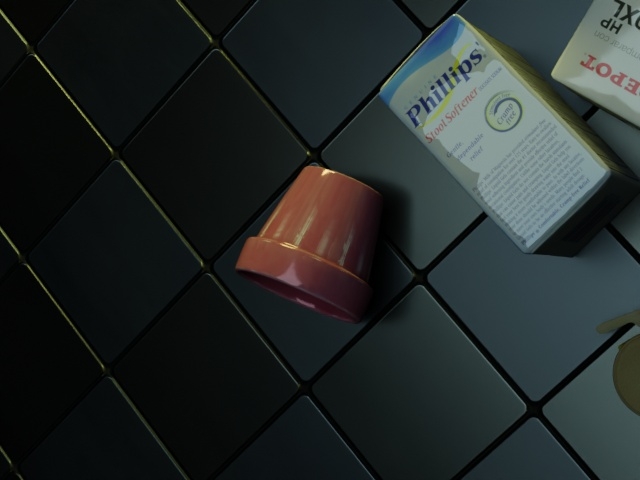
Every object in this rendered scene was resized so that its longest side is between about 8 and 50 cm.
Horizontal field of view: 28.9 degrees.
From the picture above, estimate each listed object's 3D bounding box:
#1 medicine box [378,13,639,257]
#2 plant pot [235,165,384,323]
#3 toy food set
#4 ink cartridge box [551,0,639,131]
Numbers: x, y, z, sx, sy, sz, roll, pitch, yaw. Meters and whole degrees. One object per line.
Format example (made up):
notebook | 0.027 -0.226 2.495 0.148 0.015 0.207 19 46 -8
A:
medicine box | 0.256 -0.130 1.624 0.149 0.263 0.289 -46 73 16
plant pot | 0.000 0.000 1.784 0.201 0.201 0.180 19 81 23
toy food set | 0.458 0.180 1.660 0.132 0.038 0.192 -22 86 29
ink cartridge box | 0.521 -0.299 1.565 0.285 0.166 0.395 34 103 21
